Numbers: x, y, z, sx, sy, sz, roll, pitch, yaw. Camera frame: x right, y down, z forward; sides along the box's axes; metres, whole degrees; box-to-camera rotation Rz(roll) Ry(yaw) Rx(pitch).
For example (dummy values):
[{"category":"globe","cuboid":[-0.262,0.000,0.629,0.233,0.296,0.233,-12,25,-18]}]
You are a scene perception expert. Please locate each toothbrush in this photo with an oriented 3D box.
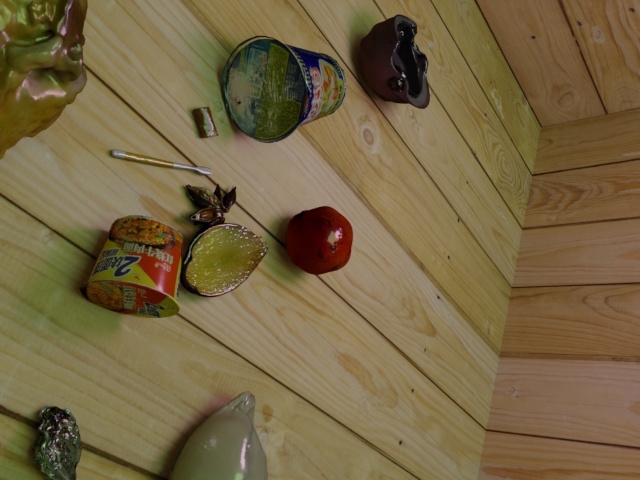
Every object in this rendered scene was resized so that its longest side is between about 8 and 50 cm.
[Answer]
[{"category":"toothbrush","cuboid":[-0.389,-0.191,1.545,0.288,0.024,0.021,7,78,-48]}]

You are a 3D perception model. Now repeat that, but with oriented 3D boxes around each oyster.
[{"category":"oyster","cuboid":[-0.533,0.426,1.265,0.125,0.064,0.177,24,56,-62]}]

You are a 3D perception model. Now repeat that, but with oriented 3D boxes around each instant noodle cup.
[{"category":"instant noodle cup","cuboid":[-0.078,-0.436,1.781,0.312,0.284,0.284,-27,106,-57]},{"category":"instant noodle cup","cuboid":[-0.399,0.055,1.372,0.213,0.213,0.174,34,52,-43]}]

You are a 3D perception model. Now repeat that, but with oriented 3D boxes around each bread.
[{"category":"bread","cuboid":[-0.304,-0.312,1.649,0.047,0.036,0.083,-27,107,-40]}]

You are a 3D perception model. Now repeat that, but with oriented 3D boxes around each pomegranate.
[{"category":"pomegranate","cuboid":[0.000,0.000,1.852,0.235,0.210,0.210,4,81,-82]}]

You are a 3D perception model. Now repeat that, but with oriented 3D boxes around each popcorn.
[{"category":"popcorn","cuboid":[-0.592,-0.344,1.077,0.390,0.344,0.354,-46,114,-6]}]

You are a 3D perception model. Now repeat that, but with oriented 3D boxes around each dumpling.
[{"category":"dumpling","cuboid":[-0.235,0.580,1.536,0.316,0.233,0.395,87,10,-50]}]

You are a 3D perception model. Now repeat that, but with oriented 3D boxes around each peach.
[{"category":"peach","cuboid":[-0.258,0.041,1.610,0.279,0.068,0.189,-11,111,-45]}]

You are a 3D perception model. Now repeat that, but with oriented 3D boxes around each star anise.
[{"category":"star anise","cuboid":[-0.291,-0.080,1.619,0.157,0.053,0.213,36,63,-47]}]

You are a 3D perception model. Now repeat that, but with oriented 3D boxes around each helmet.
[{"category":"helmet","cuboid":[0.257,-0.624,2.239,0.271,0.197,0.339,-54,131,-48]}]
